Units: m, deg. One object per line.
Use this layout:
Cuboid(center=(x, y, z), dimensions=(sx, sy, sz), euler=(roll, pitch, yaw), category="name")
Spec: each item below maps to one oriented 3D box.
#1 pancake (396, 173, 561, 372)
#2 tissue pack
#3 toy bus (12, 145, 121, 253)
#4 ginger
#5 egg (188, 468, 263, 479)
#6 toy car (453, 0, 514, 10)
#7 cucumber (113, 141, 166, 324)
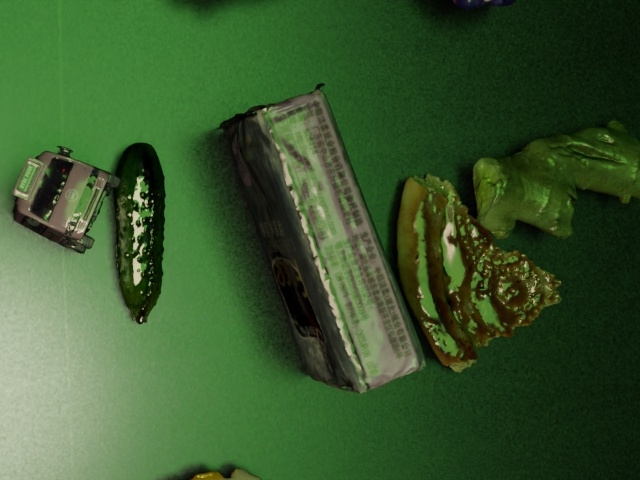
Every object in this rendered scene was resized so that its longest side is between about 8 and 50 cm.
Cuboid(center=(0.217, 0.044, 1.940), dimensions=(0.244, 0.057, 0.266), euler=(2, 87, -17), category="pancake")
Cuboid(center=(0.000, 0.000, 1.776), dimensions=(0.122, 0.259, 0.361), euler=(-20, 95, -12), category="tissue pack")
Cuboid(center=(-0.308, -0.049, 1.721), dimensions=(0.108, 0.199, 0.096), euler=(24, 82, -11), category="toy bus")
Cuboid(center=(0.331, -0.079, 1.957), dimensions=(0.290, 0.089, 0.137), euler=(-22, 69, -25), category="ginger")
Cuboid(center=(-0.120, 0.434, 1.776), dimensions=(0.264, 0.174, 0.286), euler=(43, 75, -15), category="egg")
Cuboid(center=(0.173, -0.407, 1.893), dimensions=(0.158, 0.172, 0.235), euler=(-19, 96, 1), category="toy car")
Cuboid(center=(-0.226, -0.009, 1.814), dimensions=(0.069, 0.069, 0.227), euler=(-1, 94, -16), category="cucumber")
